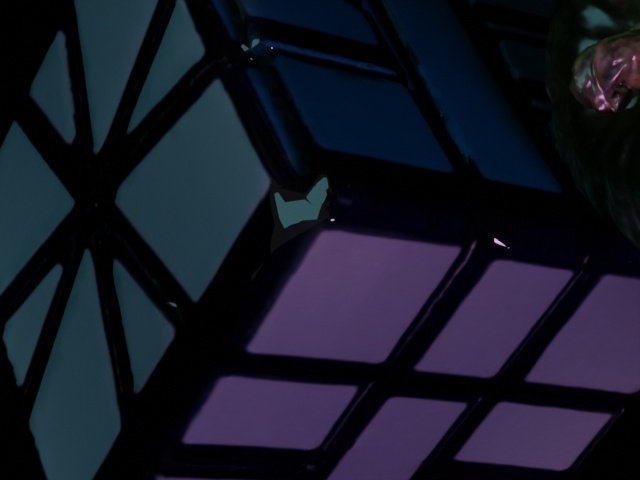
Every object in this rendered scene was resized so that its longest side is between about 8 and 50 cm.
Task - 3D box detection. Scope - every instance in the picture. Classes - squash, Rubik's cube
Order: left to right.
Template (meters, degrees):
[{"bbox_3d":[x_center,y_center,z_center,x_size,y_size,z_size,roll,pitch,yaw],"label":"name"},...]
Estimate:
[{"bbox_3d":[0.000,0.000,1.034,0.293,0.283,0.288,-60,38,32],"label":"Rubik's cube"},{"bbox_3d":[0.199,-0.082,0.845,0.218,0.172,0.218,-48,27,34],"label":"squash"}]
